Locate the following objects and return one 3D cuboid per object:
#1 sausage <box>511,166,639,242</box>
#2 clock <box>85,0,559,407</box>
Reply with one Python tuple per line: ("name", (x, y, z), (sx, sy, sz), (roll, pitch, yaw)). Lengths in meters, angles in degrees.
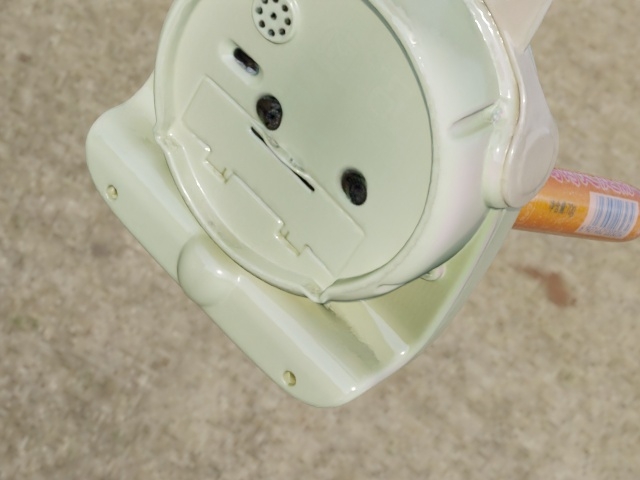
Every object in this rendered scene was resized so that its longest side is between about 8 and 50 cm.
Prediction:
("sausage", (0.138, -0.035, 1.062), (0.348, 0.053, 0.053), (6, 38, -41))
("clock", (0.006, -0.079, 0.889), (0.265, 0.324, 0.109), (45, 39, 16))
